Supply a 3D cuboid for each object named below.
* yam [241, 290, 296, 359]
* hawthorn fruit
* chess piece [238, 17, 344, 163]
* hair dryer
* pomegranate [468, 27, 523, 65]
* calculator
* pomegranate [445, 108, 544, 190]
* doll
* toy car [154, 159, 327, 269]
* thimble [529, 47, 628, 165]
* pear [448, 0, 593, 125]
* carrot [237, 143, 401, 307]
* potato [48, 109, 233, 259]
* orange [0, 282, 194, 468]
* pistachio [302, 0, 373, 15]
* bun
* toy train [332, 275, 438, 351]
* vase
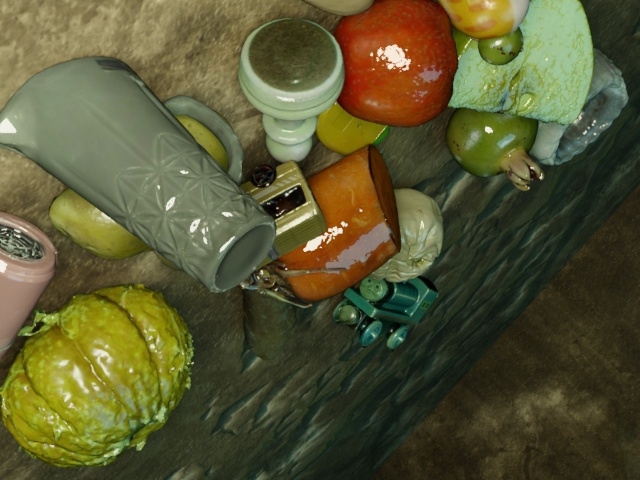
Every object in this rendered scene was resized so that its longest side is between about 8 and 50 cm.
[{"bbox_3d":[-0.099,0.127,1.472,0.106,0.106,0.259,-31,151,-22],"label":"yam"},{"bbox_3d":[0.084,-0.257,1.112,0.226,0.196,0.196,-4,144,-6],"label":"hawthorn fruit"},{"bbox_3d":[-0.042,-0.181,1.103,0.139,0.139,0.271,-35,164,-15],"label":"chess piece"},{"bbox_3d":[-0.487,0.058,0.851,0.352,0.125,0.210,16,117,-52],"label":"hair dryer"},{"bbox_3d":[0.260,-0.299,1.160,0.073,0.085,0.073,-31,132,-41],"label":"pomegranate"},{"bbox_3d":[0.066,-0.205,1.288,0.146,0.032,0.235,-50,154,15],"label":"calculator"},{"bbox_3d":[0.343,-0.200,1.484,0.179,0.210,0.179,-14,119,-28],"label":"pomegranate"},{"bbox_3d":[0.217,-0.402,1.051,0.166,0.162,0.269,-63,156,-22],"label":"doll"},{"bbox_3d":[-0.122,-0.014,1.165,0.257,0.124,0.101,-28,156,0],"label":"toy car"},{"bbox_3d":[0.505,-0.285,1.609,0.250,0.172,0.205,-47,151,12],"label":"thimble"},{"bbox_3d":[0.315,-0.334,1.284,0.292,0.159,0.292,-9,126,-12],"label":"pear"},{"bbox_3d":[0.000,0.000,1.299,0.331,0.214,0.193,-28,139,1],"label":"carrot"},{"bbox_3d":[-0.213,-0.057,1.045,0.272,0.111,0.160,-38,151,-10],"label":"potato"},{"bbox_3d":[-0.323,0.214,1.141,0.300,0.223,0.301,-25,156,-53],"label":"orange"},{"bbox_3d":[0.011,-0.336,0.959,0.149,0.113,0.113,3,130,-36],"label":"pistachio"},{"bbox_3d":[0.164,0.004,1.608,0.229,0.145,0.229,-35,155,-19],"label":"bun"},{"bbox_3d":[0.155,0.154,1.848,0.194,0.120,0.298,-56,151,9],"label":"toy train"},{"bbox_3d":[-0.180,-0.077,0.876,0.251,0.301,0.156,-32,153,-40],"label":"vase"}]
